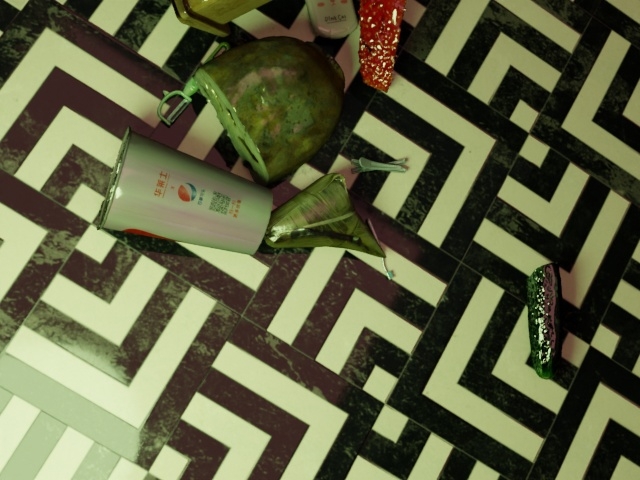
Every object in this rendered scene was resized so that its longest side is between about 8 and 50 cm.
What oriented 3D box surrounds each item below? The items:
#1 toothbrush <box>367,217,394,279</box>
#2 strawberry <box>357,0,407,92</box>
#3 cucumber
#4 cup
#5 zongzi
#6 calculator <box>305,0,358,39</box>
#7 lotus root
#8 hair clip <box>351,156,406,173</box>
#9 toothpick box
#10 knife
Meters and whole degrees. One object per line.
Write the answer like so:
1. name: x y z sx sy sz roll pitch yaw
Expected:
1. toothbrush: 0.119 0.017 1.733 0.013 0.011 0.131 -21 87 -3
2. strawberry: 0.124 -0.450 1.730 0.106 0.188 0.286 14 99 0
3. cucumber: 0.463 0.165 1.762 0.074 0.074 0.241 2 82 -14
4. cup: -0.246 -0.073 1.580 0.288 0.203 0.203 16 77 -16
5. zongzi: -0.002 0.002 1.670 0.205 0.094 0.204 -35 99 -13
6. calculator: 0.017 -0.502 1.783 0.100 0.032 0.175 -13 84 -15
7. lotus root: -0.064 -0.279 1.669 0.260 0.149 0.267 -31 94 -18
8. hair clip: 0.122 -0.153 1.749 0.115 0.039 0.030 -1 86 -16
9. toothpick box: -0.125 -0.539 1.603 0.308 0.190 0.187 -21 84 19
10. knife: -0.253 -0.320 1.695 0.054 0.015 0.212 39 75 -4
